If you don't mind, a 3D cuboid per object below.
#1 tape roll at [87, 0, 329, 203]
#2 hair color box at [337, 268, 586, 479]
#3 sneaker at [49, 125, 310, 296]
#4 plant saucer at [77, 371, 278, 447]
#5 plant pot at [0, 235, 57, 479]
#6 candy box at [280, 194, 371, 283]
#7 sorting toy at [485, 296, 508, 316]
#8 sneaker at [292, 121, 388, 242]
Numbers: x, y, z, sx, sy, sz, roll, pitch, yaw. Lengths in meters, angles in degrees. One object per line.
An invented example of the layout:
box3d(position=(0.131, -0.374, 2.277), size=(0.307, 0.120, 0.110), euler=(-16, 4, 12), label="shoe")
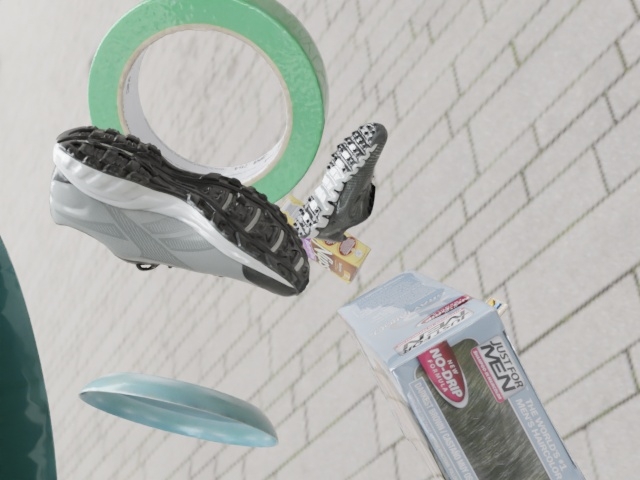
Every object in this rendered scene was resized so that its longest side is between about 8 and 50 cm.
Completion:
box3d(position=(-0.150, -0.188, 1.306), size=(0.321, 0.321, 0.077), euler=(-58, 9, 28), label="tape roll")
box3d(position=(0.127, 0.151, 1.015), size=(0.113, 0.185, 0.374), euler=(-29, 6, -4), label="hair color box")
box3d(position=(-0.136, -0.012, 0.930), size=(0.100, 0.271, 0.108), euler=(-63, -2, -60), label="sneaker")
box3d(position=(-0.216, 0.262, 1.495), size=(0.317, 0.317, 0.044), euler=(-23, 50, 58), label="plant saucer")
box3d(position=(-0.328, 0.131, 0.644), size=(0.293, 0.235, 0.293), euler=(169, 90, -83), label="plant pot")
box3d(position=(0.000, 0.000, 1.839), size=(0.053, 0.186, 0.109), euler=(-56, -5, -21), label="candy box")
box3d(position=(0.297, 0.138, 1.742), size=(0.083, 0.012, 0.062), euler=(-46, 21, -4), label="sorting toy")
box3d(position=(0.055, -0.089, 1.590), size=(0.234, 0.106, 0.078), euler=(-56, 34, 19), label="sneaker")
